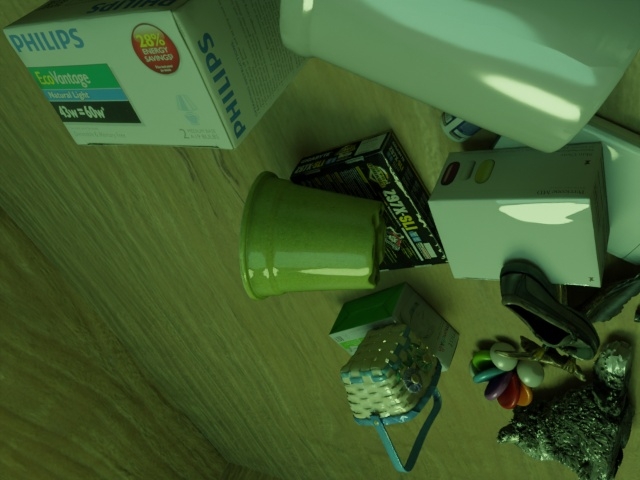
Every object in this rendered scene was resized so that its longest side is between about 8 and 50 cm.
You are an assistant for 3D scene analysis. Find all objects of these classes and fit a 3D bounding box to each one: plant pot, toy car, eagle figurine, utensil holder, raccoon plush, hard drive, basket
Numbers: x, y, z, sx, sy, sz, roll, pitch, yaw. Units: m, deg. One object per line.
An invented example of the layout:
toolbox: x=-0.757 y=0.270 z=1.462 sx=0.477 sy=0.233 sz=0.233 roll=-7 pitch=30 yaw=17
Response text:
plant pot: x=0.000 y=0.000 z=1.193 sx=0.254 sy=0.276 sz=0.276 roll=4 pitch=137 yaw=13
toy car: x=0.472 y=0.363 z=1.490 sx=0.182 sy=0.136 sz=0.159 roll=32 pitch=144 yaw=-2
eagle figurine: x=0.527 y=0.142 z=1.193 sx=0.226 sy=0.225 sz=0.298 roll=-1 pitch=113 yaw=-20
utensil holder: x=0.190 y=-0.328 z=0.739 sx=0.386 sy=0.327 sz=0.327 roll=24 pitch=143 yaw=3
raccoon plush: x=0.618 y=0.398 z=1.463 sx=0.299 sy=0.216 sz=0.446 roll=15 pitch=114 yaw=40
hard drive: x=0.475 y=-0.105 z=1.024 sx=0.353 sy=0.047 sz=0.233 roll=27 pitch=143 yaw=5
basket: x=0.190 y=0.372 z=1.391 sx=0.201 sy=0.255 sz=0.289 roll=-12 pitch=114 yaw=36

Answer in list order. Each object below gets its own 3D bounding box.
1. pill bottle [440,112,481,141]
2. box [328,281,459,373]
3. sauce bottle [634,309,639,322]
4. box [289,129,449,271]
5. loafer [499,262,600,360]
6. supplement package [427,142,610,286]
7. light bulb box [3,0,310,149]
pill bottle: x=0.271 y=-0.229 z=1.001 sx=0.067 sy=0.067 sz=0.120 roll=39 pitch=143 yaw=-11
box: x=0.198 y=0.261 z=1.567 sx=0.231 sy=0.126 sz=0.262 roll=42 pitch=141 yaw=-17
sauce bottle: x=0.718 y=0.166 z=1.180 sx=0.128 sy=0.042 sz=0.042 roll=11 pitch=139 yaw=28
box: x=0.119 y=-0.068 z=1.282 sx=0.257 sy=0.079 sz=0.322 roll=-12 pitch=127 yaw=40
loafer: x=0.403 y=0.149 z=1.028 sx=0.267 sy=0.084 sz=0.096 roll=41 pitch=144 yaw=-21
supplement package: x=0.355 y=-0.043 z=1.017 sx=0.262 sy=0.145 sz=0.204 roll=1 pitch=135 yaw=33
light bulb box: x=-0.233 y=-0.345 z=0.962 sx=0.358 sy=0.361 sz=0.225 roll=7 pitch=137 yaw=28
